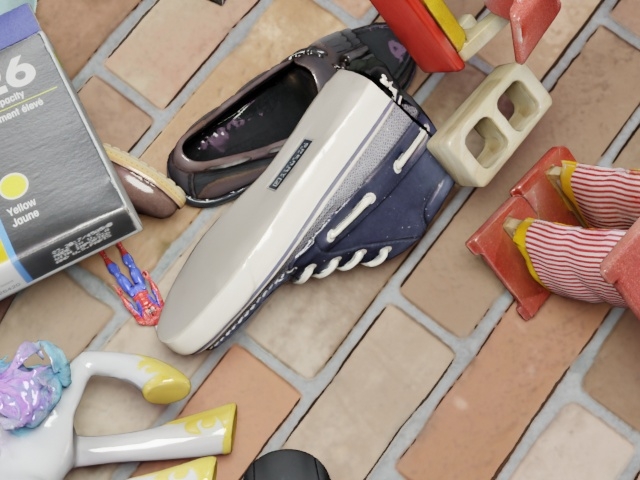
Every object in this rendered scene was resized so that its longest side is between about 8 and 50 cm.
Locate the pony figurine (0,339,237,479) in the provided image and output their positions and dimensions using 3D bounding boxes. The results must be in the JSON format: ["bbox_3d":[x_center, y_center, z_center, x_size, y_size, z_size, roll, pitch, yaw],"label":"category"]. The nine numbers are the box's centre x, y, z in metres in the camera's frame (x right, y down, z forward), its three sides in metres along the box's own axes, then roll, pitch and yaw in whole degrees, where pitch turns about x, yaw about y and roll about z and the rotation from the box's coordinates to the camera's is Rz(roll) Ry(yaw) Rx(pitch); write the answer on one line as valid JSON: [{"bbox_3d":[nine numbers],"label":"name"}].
[{"bbox_3d":[-0.273,0.230,0.941,0.363,0.303,0.351,5,43,1],"label":"pony figurine"}]

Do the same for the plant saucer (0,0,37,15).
[{"bbox_3d":[-0.395,-0.249,1.152,0.195,0.037,0.195,1,75,-3],"label":"plant saucer"}]

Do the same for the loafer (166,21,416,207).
[{"bbox_3d":[-0.022,-0.136,1.114,0.302,0.095,0.109,-33,80,-11],"label":"loafer"}]

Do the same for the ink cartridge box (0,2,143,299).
[{"bbox_3d":[-0.365,-0.071,1.019,0.303,0.072,0.307,-28,67,-7],"label":"ink cartridge box"}]

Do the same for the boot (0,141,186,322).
[{"bbox_3d":[-0.276,-0.003,1.072,0.248,0.090,0.207,18,76,9],"label":"boot"}]

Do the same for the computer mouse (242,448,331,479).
[{"bbox_3d":[0.013,0.326,1.013,0.184,0.060,0.262,1,76,-2],"label":"computer mouse"}]

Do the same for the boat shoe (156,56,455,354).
[{"bbox_3d":[0.000,0.000,1.063,0.158,0.127,0.340,39,90,-27],"label":"boat shoe"}]

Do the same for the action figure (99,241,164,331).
[{"bbox_3d":[-0.187,0.046,1.093,0.038,0.030,0.115,-32,81,-16],"label":"action figure"}]

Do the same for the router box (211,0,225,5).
[{"bbox_3d":[-0.193,-0.431,1.189,0.309,0.081,0.243,25,75,3],"label":"router box"}]

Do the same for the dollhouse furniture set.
[{"bbox_3d":[0.192,-0.087,0.982,0.152,0.201,0.374,-48,114,-16],"label":"dollhouse furniture set"}]
